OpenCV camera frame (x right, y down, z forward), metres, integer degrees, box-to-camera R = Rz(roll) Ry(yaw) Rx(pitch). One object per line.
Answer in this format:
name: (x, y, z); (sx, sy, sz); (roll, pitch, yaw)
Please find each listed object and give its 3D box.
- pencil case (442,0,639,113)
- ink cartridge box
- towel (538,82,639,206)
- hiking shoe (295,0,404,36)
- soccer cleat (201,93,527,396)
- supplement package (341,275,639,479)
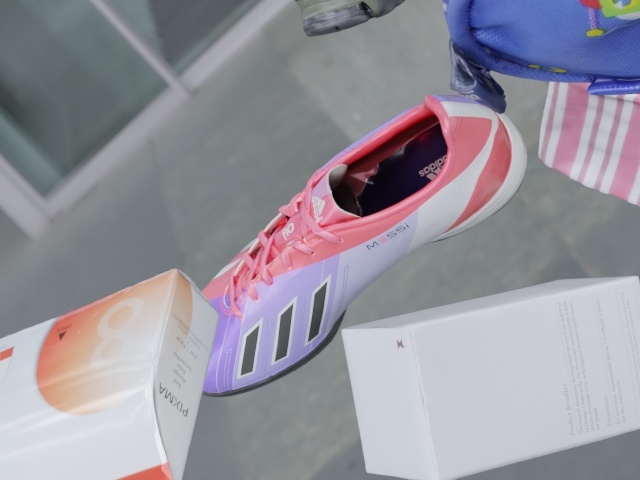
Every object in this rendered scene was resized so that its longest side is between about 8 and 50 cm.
pencil case: (0.114, -0.191, 0.655); (0.119, 0.133, 0.306); (2, 66, 12)
ink cartridge box: (-0.131, 0.109, 0.929); (0.145, 0.045, 0.179); (-21, 35, 29)
towel: (0.262, -0.066, 1.487); (0.029, 0.197, 0.144); (-56, -18, -28)
hiking shoe: (0.050, -0.237, 1.284); (0.086, 0.114, 0.227); (-5, 32, 49)
soccer cleat: (0.000, 0.000, 1.377); (0.318, 0.116, 0.109); (-36, 63, 18)
supplement package: (0.121, 0.090, 1.269); (0.179, 0.105, 0.105); (-11, 2, -25)
